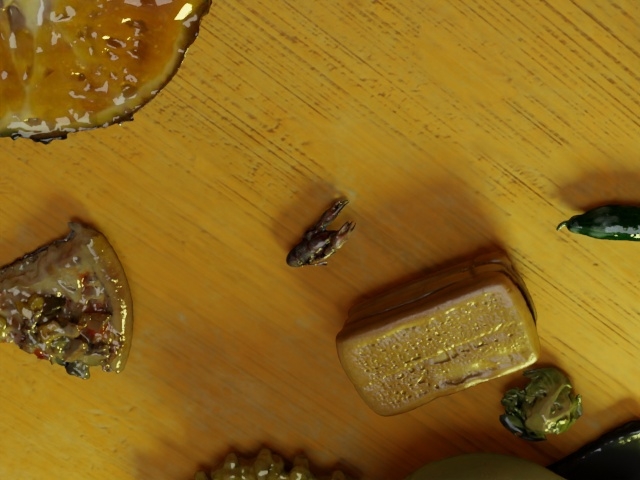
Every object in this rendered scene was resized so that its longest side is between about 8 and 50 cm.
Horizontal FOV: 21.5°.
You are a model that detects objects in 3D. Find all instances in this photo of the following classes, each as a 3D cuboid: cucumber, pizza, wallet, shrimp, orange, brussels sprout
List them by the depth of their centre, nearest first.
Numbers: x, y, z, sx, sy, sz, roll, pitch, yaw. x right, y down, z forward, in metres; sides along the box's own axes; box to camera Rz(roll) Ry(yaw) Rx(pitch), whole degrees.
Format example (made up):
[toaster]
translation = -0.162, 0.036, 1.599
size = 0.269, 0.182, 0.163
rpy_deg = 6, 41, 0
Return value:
[orange]
translation = -0.272, -0.209, 1.385
size = 0.310, 0.274, 0.274
rpy_deg = -26, 127, -23
[cucumber]
translation = 0.306, -0.015, 1.627
size = 0.155, 0.037, 0.037
rpy_deg = 2, 124, -1
[shrimp]
translation = 0.003, 0.001, 1.645
size = 0.029, 0.038, 0.092
rpy_deg = -3, 139, -52
[pizza]
translation = -0.286, 0.069, 1.690
size = 0.195, 0.052, 0.185
rpy_deg = -4, 121, 4
[brussels sprout]
translation = 0.226, 0.176, 1.749
size = 0.085, 0.058, 0.085
rpy_deg = 11, 128, 14
[wallet]
translation = 0.369, 0.313, 1.854
size = 0.146, 0.030, 0.285
rpy_deg = -31, 117, 24

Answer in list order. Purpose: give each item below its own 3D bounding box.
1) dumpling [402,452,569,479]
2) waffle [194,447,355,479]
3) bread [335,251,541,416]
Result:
[dumpling]
translation = 0.154, 0.361, 1.769
size = 0.320, 0.212, 0.270
rpy_deg = 15, 119, 0
[waffle]
translation = -0.050, 0.335, 1.862
size = 0.253, 0.056, 0.249
rpy_deg = 20, 122, -14
[bread]
translation = 0.118, 0.093, 1.681
size = 0.200, 0.077, 0.116
rpy_deg = -22, 122, 18
